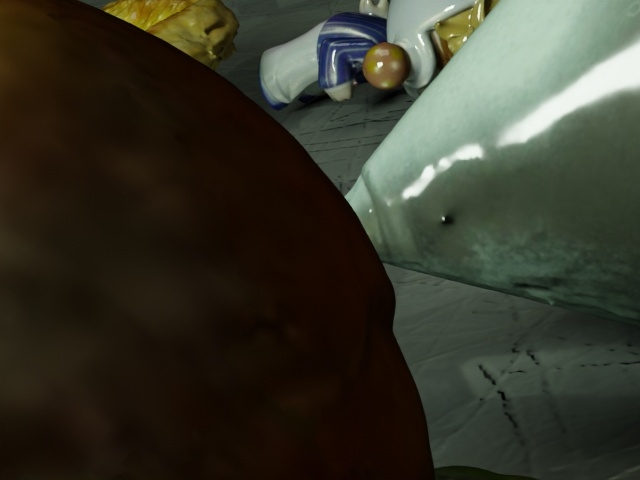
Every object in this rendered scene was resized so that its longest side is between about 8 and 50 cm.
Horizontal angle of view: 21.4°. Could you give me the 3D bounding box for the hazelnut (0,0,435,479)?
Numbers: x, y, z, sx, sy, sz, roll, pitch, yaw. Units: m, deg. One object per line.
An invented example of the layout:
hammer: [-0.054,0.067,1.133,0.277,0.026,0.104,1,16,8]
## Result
hazelnut: [-0.124,0.088,0.546,0.315,0.372,0.372,22,31,12]

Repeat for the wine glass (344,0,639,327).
wine glass: [0.000,0.000,0.866,0.406,0.267,0.267,-19,20,0]

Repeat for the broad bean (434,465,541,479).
broad bean: [0.045,0.126,0.764,0.195,0.046,0.061,1,22,31]

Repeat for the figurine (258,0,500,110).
figurine: [0.080,-0.170,1.420,0.194,0.133,0.274,-12,3,-31]

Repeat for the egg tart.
egg tart: [-0.223,-0.119,1.458,0.341,0.129,0.341,-13,20,5]
